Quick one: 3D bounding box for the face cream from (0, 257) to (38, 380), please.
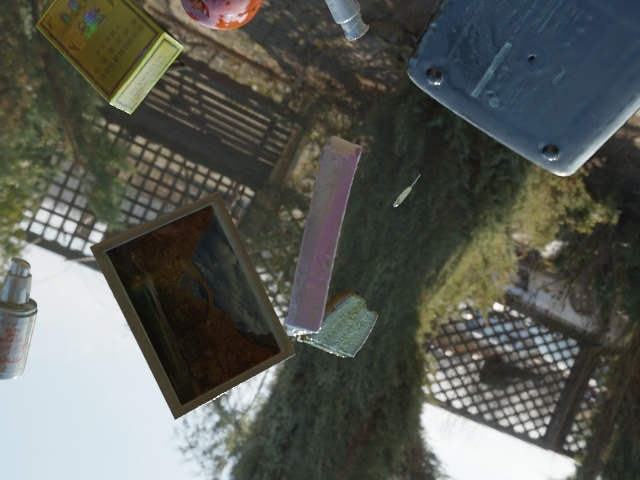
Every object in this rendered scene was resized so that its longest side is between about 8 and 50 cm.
[{"bbox_3d":[-0.642,0.157,1.267,0.101,0.252,0.101,18,-168,-4],"label":"face cream"}]

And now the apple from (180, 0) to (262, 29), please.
[{"bbox_3d":[-0.281,-0.723,1.724,0.260,0.216,0.261,33,146,26],"label":"apple"}]

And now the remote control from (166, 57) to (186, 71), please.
[{"bbox_3d":[-0.295,-0.342,1.186,0.034,0.016,0.091,40,-150,5],"label":"remote control"}]

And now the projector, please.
[{"bbox_3d":[0.413,-0.383,1.110,0.405,0.242,0.395,34,144,4],"label":"projector"}]

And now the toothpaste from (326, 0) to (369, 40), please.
[{"bbox_3d":[0.024,-0.647,1.534,0.299,0.073,0.114,52,-175,-32],"label":"toothpaste"}]

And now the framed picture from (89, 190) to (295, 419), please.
[{"bbox_3d":[-0.163,0.083,0.805,0.250,0.184,0.016,66,163,-4],"label":"framed picture"}]

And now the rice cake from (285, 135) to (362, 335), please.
[{"bbox_3d":[0.000,0.000,1.069,0.072,0.365,0.056,13,-175,3],"label":"rice cake"}]

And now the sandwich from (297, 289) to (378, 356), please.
[{"bbox_3d":[0.042,0.194,1.413,0.122,0.128,0.236,28,162,-5],"label":"sandwich"}]

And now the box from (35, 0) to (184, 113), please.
[{"bbox_3d":[-0.339,-0.327,0.975,0.220,0.141,0.064,44,-170,17],"label":"box"}]

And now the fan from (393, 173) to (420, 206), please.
[{"bbox_3d":[0.174,-0.100,1.224,0.004,0.083,0.056,42,-165,14],"label":"fan"}]
